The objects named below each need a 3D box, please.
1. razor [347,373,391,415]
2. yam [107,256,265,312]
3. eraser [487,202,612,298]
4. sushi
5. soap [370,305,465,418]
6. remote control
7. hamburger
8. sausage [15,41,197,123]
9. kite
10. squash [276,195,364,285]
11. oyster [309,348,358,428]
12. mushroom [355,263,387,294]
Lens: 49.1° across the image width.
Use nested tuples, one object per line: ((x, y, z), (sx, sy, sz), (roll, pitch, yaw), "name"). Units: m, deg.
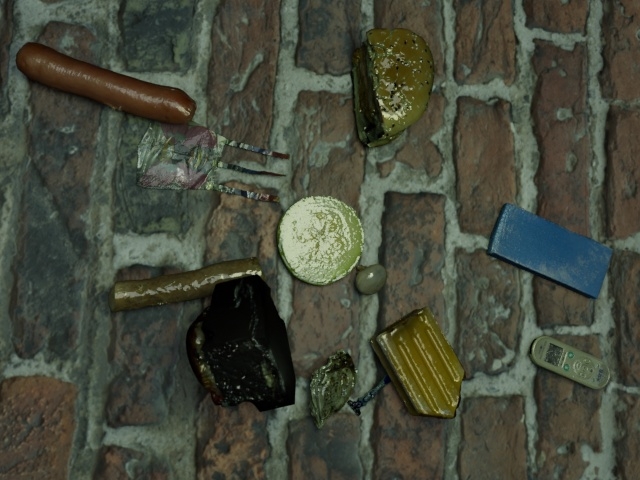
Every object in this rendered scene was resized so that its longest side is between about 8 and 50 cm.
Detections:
((0.137, 0.356, 1.685), (0.154, 0.028, 0.044), (-39, 90, -11), "razor")
((-0.308, 0.101, 1.617), (0.356, 0.081, 0.081), (-9, 85, -12), "yam")
((0.585, 0.027, 1.795), (0.311, 0.042, 0.144), (23, 81, -6), "eraser")
((-0.182, 0.240, 1.538), (0.212, 0.227, 0.216), (-15, 54, 5), "sushi")
((0.247, 0.307, 1.675), (0.160, 0.080, 0.258), (-28, 88, -20), "soap")
((0.626, 0.307, 1.768), (0.221, 0.042, 0.078), (24, 81, -5), "remote control")
((0.181, -0.377, 1.711), (0.192, 0.167, 0.288), (-7, 84, -9), "hamburger")
((-0.495, -0.359, 1.635), (0.418, 0.094, 0.094), (17, 99, -7), "sausage")
((-0.262, -0.185, 1.689), (0.360, 0.022, 0.204), (15, 80, -4), "kite")
((0.001, -0.001, 1.699), (0.219, 0.041, 0.220), (1, 83, -9), "squash")
((0.024, 0.346, 1.655), (0.125, 0.064, 0.177), (49, 67, -16), "oyster")
((0.116, 0.086, 1.701), (0.085, 0.085, 0.079), (-31, 46, -12), "mushroom")
